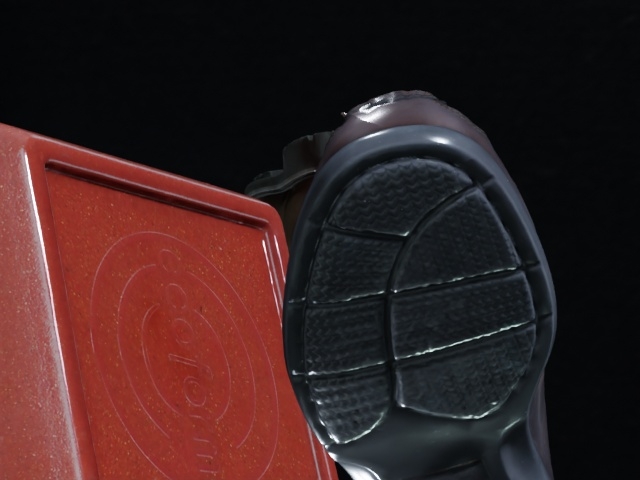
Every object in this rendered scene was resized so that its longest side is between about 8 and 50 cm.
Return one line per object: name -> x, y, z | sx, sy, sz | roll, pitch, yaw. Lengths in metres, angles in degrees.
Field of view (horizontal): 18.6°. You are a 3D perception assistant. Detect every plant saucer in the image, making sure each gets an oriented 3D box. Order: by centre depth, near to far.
plant saucer -> -0.076, 0.067, 0.972 | 0.047, 0.259, 0.258 | -24, -112, 29

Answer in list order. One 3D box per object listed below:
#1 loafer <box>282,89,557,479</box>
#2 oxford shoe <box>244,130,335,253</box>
loafer -> 0.047, 0.050, 0.821 | 0.109, 0.095, 0.303 | -11, -48, 5
oxford shoe -> 0.000, 0.000, 1.191 | 0.082, 0.227, 0.096 | -4, -98, -7
